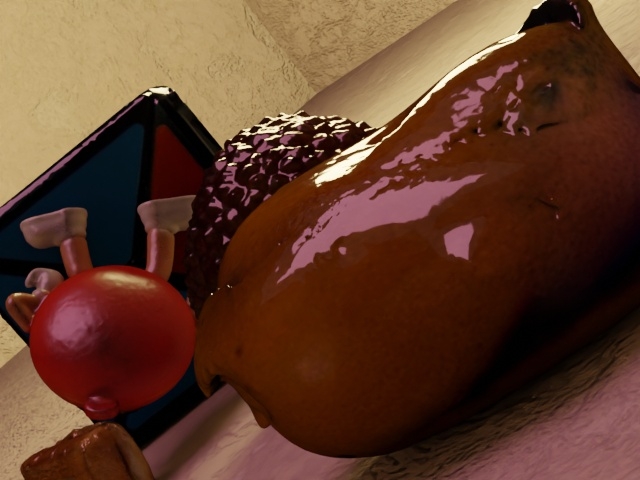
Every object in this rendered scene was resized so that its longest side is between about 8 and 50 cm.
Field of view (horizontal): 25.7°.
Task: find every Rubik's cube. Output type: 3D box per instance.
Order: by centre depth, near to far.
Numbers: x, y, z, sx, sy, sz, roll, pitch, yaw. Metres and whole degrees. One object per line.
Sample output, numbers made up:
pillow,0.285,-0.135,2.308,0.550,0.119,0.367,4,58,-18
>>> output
Rubik's cube,-0.170,0.018,1.331,0.248,0.246,0.250,-39,9,-4

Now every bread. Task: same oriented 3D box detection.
bread,-0.181,0.184,1.090,0.053,0.074,0.132,-31,1,-39

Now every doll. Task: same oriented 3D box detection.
doll,-0.160,0.060,1.132,0.183,0.085,0.217,-6,50,-7

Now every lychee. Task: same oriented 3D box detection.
lychee,0.000,0.000,1.014,0.188,0.188,0.188,-37,8,6

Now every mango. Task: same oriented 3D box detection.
mango,0.063,0.006,0.733,0.287,0.152,0.201,-35,6,17
